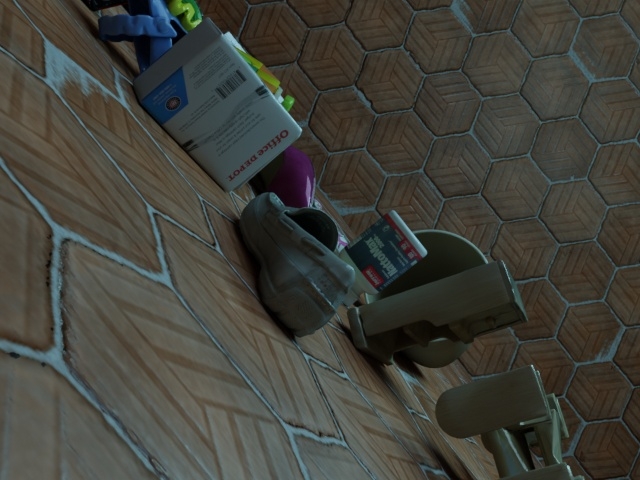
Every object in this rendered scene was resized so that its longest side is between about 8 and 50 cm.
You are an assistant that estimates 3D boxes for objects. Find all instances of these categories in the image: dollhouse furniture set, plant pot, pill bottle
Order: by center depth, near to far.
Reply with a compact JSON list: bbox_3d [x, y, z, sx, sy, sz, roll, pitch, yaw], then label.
[{"bbox_3d":[0.226,0.266,1.252,0.362,0.256,0.394,40,34,-63],"label":"dollhouse furniture set"},{"bbox_3d":[0.098,0.038,1.525,0.108,0.180,0.108,50,5,-7],"label":"pill bottle"},{"bbox_3d":[0.232,0.158,1.737,0.256,0.256,0.274,54,-11,33],"label":"plant pot"}]

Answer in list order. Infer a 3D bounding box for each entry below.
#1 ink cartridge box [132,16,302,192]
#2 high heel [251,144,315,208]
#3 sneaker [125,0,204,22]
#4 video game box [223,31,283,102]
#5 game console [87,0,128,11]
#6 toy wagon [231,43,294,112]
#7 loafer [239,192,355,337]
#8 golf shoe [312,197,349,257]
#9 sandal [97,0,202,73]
[{"bbox_3d":[-0.147,-0.192,1.190,0.203,0.148,0.086,48,4,-38],"label":"ink cartridge box"},{"bbox_3d":[-0.138,-0.170,1.559,0.181,0.127,0.377,18,27,-35],"label":"high heel"},{"bbox_3d":[-0.375,-0.518,1.816,0.146,0.134,0.343,-16,70,-45],"label":"sneaker"},{"bbox_3d":[-0.192,-0.335,1.798,0.187,0.048,0.205,53,-30,-8],"label":"video game box"},{"bbox_3d":[-0.374,-0.444,1.364,0.144,0.124,0.085,-121,-163,-54],"label":"game console"},{"bbox_3d":[-0.182,-0.283,1.471,0.267,0.068,0.344,31,22,-7],"label":"toy wagon"},{"bbox_3d":[-0.027,0.008,1.033,0.112,0.111,0.319,49,6,-28],"label":"loafer"},{"bbox_3d":[0.000,0.000,1.677,0.186,0.067,0.086,51,33,-28],"label":"golf shoe"},{"bbox_3d":[-0.221,-0.275,1.249,0.317,0.138,0.126,49,-22,-20],"label":"sandal"}]
